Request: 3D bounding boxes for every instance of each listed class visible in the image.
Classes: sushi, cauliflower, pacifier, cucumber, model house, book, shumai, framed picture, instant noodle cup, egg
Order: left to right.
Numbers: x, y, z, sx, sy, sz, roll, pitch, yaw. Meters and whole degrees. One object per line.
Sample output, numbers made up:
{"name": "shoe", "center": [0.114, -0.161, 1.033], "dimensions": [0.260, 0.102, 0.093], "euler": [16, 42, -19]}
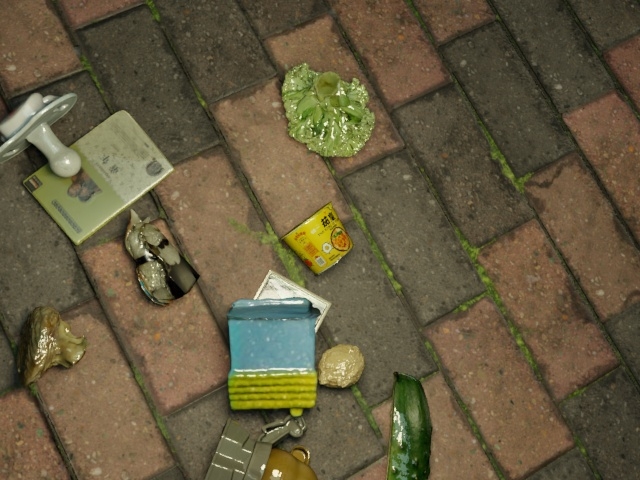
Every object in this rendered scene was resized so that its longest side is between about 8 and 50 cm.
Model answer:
{"name": "pacifier", "center": [-0.731, -0.264, 1.849], "dimensions": [0.287, 0.238, 0.226], "euler": [-37, 98, 5]}
{"name": "shumai", "center": [-0.687, 0.275, 1.773], "dimensions": [0.152, 0.161, 0.210], "euler": [13, 51, -27]}
{"name": "book", "center": [-0.613, -0.182, 1.935], "dimensions": [0.352, 0.035, 0.239], "euler": [-41, 86, -15]}
{"name": "sushi", "center": [-0.462, 0.051, 1.866], "dimensions": [0.109, 0.134, 0.273], "euler": [-38, 95, 16]}
{"name": "model house", "center": [-0.121, 0.310, 1.802], "dimensions": [0.237, 0.215, 0.303], "euler": [-1, 92, -5]}
{"name": "framed picture", "center": [-0.090, 0.192, 1.933], "dimensions": [0.203, 0.015, 0.150], "euler": [30, 74, -1]}
{"name": "instant noodle cup", "center": [0.000, 0.000, 1.917], "dimensions": [0.182, 0.182, 0.144], "euler": [-37, 93, -15]}
{"name": "cauliflower", "center": [0.024, -0.380, 1.966], "dimensions": [0.275, 0.250, 0.272], "euler": [2, 75, -3]}
{"name": "egg", "center": [0.053, 0.342, 1.867], "dimensions": [0.140, 0.118, 0.116], "euler": [-31, 100, -5]}
{"name": "cucumber", "center": [0.240, 0.518, 1.864], "dimensions": [0.145, 0.105, 0.326], "euler": [7, 73, -6]}

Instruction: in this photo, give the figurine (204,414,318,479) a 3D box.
{"name": "figurine", "center": [-0.142, 0.596, 1.752], "dimensions": [0.284, 0.167, 0.343], "euler": [19, 78, -2]}
